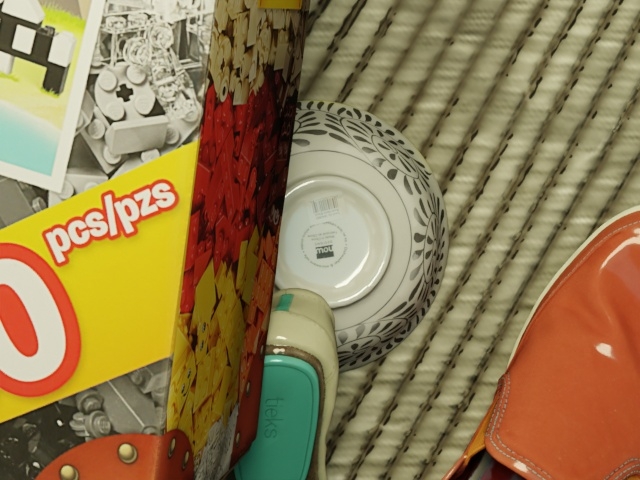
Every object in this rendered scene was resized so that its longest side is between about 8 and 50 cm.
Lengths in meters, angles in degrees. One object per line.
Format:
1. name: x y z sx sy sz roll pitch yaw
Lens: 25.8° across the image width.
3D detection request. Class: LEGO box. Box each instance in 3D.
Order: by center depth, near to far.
1. LEGO box: -0.261 -0.102 0.636 0.500 0.193 0.373 10 101 11

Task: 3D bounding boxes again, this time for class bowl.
1. bowl: 0.000 0.000 0.817 0.170 0.080 0.170 0 92 -7

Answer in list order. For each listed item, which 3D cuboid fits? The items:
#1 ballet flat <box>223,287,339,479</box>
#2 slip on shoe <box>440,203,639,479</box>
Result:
1. ballet flat: -0.032 0.133 0.806 0.086 0.086 0.248 8 123 -6
2. slip on shoe: 0.139 0.125 0.815 0.123 0.101 0.331 33 88 14
